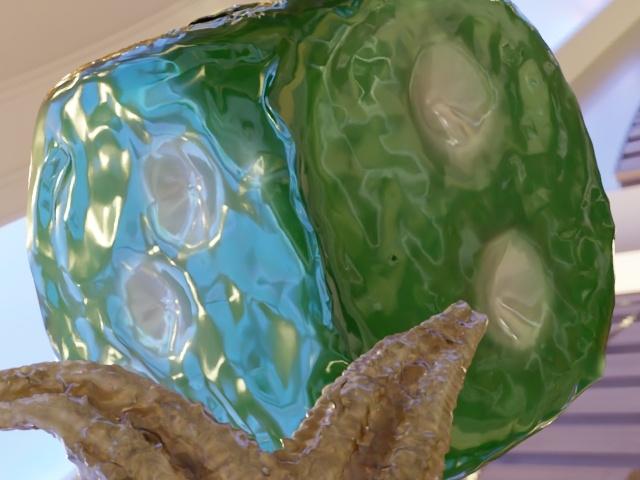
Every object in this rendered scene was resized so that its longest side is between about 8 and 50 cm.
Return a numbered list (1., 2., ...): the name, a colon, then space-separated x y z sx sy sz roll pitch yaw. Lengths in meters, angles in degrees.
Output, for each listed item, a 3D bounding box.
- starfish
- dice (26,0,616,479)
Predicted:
1. starfish: -0.027 0.079 0.349 0.247 0.050 0.138 -4 -134 -26
2. dice: 0.000 0.000 0.780 0.287 0.297 0.300 -21 -85 -40
